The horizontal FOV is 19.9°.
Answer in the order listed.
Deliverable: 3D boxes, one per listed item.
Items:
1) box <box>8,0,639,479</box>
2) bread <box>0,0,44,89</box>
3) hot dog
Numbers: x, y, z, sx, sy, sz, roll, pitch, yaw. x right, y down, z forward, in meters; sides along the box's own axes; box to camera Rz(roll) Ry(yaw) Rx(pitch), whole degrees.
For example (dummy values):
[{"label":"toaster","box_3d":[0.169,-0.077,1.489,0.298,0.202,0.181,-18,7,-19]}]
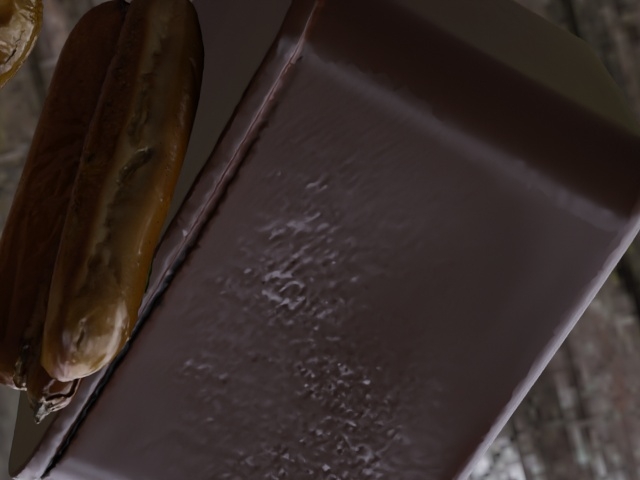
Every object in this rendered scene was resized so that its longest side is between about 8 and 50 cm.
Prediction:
[{"label":"box","box_3d":[0.000,0.000,1.047,0.229,0.339,0.239,25,-158,-18]},{"label":"bread","box_3d":[-0.177,-0.098,0.840,0.110,0.083,0.044,-49,-154,0]},{"label":"hot dog","box_3d":[-0.109,-0.019,0.895,0.092,0.062,0.235,-7,-122,39]}]
